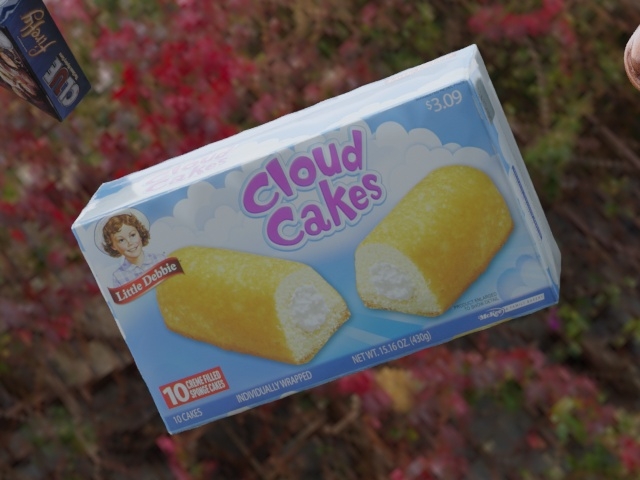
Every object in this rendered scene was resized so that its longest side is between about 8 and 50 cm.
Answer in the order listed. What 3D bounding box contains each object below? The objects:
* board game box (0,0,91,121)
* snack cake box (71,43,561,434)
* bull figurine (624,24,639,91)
[{"bbox_3d":[-0.308,-0.198,1.445,0.042,0.243,0.165,-55,-20,-13],"label":"board game box"},{"bbox_3d":[0.000,0.000,1.123,0.264,0.152,0.089,-20,16,15],"label":"snack cake box"},{"bbox_3d":[0.382,-0.243,1.531,0.101,0.188,0.310,2,-61,-59],"label":"bull figurine"}]
